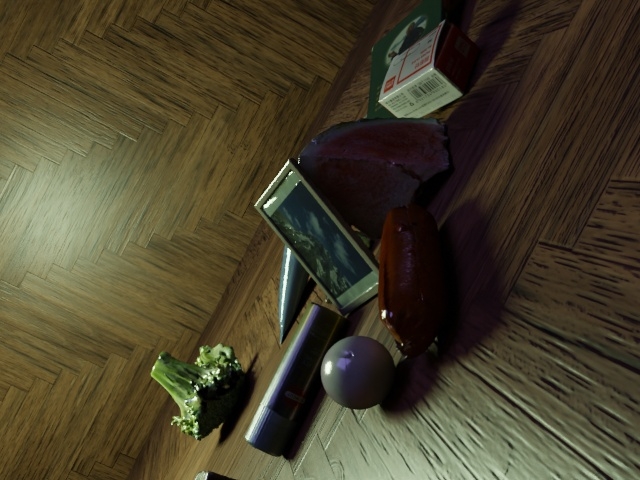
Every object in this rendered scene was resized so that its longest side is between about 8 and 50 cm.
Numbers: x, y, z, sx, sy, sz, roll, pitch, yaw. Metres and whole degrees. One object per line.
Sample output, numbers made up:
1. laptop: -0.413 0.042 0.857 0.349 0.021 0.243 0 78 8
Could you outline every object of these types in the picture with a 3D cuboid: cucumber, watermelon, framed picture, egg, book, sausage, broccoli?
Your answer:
1. cucumber: 0.063 0.005 1.628 0.058 0.058 0.187 -63 9 -2
2. watermelon: 0.119 -0.136 1.405 0.310 0.232 0.193 -7 -41 -45
3. framed picture: 0.000 0.000 1.397 0.019 0.281 0.209 -37 -5 -31
4. egg: 0.053 0.188 1.090 0.103 0.103 0.135 -66 10 -18
5. book: 0.205 -0.409 1.802 0.260 0.043 0.371 -35 34 42
6. sausage: 0.131 0.042 1.099 0.102 0.102 0.330 -57 11 28
7. broccoli: -0.326 0.373 2.034 0.263 0.243 0.247 -61 -4 -19

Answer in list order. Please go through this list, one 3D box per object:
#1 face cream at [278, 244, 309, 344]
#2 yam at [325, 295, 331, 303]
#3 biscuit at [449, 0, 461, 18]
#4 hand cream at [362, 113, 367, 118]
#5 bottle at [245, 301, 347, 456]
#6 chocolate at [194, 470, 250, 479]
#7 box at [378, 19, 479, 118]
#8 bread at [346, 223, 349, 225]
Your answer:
1. face cream: -0.057 0.058 1.897 0.136 0.086 0.386 -97 20 -71
2. yam: 0.039 0.088 1.634 0.107 0.014 0.014 -60 11 7
3. biscuit: 0.279 -0.529 1.927 0.208 0.047 0.164 -60 10 12
4. hand cream: 0.168 -0.327 1.912 0.203 0.084 0.084 -55 10 -3
5. bottle: -0.046 0.259 1.436 0.286 0.082 0.082 -64 11 -7
6. chocolate: -0.224 0.578 1.415 0.112 0.111 0.321 -37 27 60
7. box: 0.213 -0.332 1.530 0.182 0.099 0.133 -21 40 54
8. bread: 0.040 -0.048 1.852 0.085 0.053 0.085 -59 12 19
